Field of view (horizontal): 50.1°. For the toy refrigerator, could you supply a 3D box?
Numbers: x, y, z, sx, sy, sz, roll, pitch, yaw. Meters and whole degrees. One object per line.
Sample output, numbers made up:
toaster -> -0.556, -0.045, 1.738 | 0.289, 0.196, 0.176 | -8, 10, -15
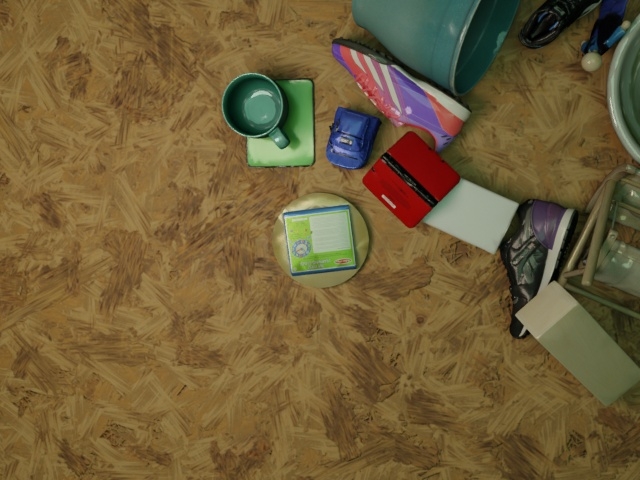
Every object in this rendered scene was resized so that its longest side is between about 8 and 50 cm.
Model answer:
toy refrigerator -> 0.502, 0.200, 1.326 | 0.102, 0.094, 0.269 | -45, 119, 10

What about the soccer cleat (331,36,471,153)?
soccer cleat -> 0.145, -0.299, 1.390 | 0.318, 0.108, 0.116 | 31, 103, 2

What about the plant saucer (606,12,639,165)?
plant saucer -> 0.744, -0.289, 1.299 | 0.401, 0.100, 0.399 | 1, 95, 9

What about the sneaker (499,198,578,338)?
sneaker -> 0.418, 0.055, 1.394 | 0.124, 0.107, 0.283 | 21, 98, 26

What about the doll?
doll -> 0.543, -0.402, 1.312 | 0.046, 0.129, 0.188 | 27, 75, -15

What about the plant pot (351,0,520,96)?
plant pot -> 0.210, -0.450, 1.297 | 0.255, 0.272, 0.271 | 30, 99, 19

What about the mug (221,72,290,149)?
mug -> -0.130, -0.264, 1.429 | 0.130, 0.097, 0.157 | -4, 95, 9

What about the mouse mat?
mouse mat -> -0.088, -0.252, 1.477 | 0.153, 0.007, 0.189 | 0, 96, 9

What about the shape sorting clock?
shape sorting clock -> 0.000, 0.000, 1.467 | 0.207, 0.040, 0.206 | 0, 95, 5

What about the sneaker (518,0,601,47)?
sneaker -> 0.469, -0.445, 1.292 | 0.079, 0.121, 0.217 | 44, 116, 2

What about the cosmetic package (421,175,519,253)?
cosmetic package -> 0.271, -0.073, 1.399 | 0.231, 0.085, 0.117 | 26, 98, 4

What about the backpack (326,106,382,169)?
backpack -> 0.059, -0.208, 1.412 | 0.098, 0.101, 0.120 | 20, 101, 13

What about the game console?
game console -> 0.179, -0.120, 1.360 | 0.144, 0.085, 0.124 | 45, 130, 5

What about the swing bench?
swing bench -> 0.628, 0.021, 1.302 | 0.254, 0.165, 0.254 | 24, 83, 3
